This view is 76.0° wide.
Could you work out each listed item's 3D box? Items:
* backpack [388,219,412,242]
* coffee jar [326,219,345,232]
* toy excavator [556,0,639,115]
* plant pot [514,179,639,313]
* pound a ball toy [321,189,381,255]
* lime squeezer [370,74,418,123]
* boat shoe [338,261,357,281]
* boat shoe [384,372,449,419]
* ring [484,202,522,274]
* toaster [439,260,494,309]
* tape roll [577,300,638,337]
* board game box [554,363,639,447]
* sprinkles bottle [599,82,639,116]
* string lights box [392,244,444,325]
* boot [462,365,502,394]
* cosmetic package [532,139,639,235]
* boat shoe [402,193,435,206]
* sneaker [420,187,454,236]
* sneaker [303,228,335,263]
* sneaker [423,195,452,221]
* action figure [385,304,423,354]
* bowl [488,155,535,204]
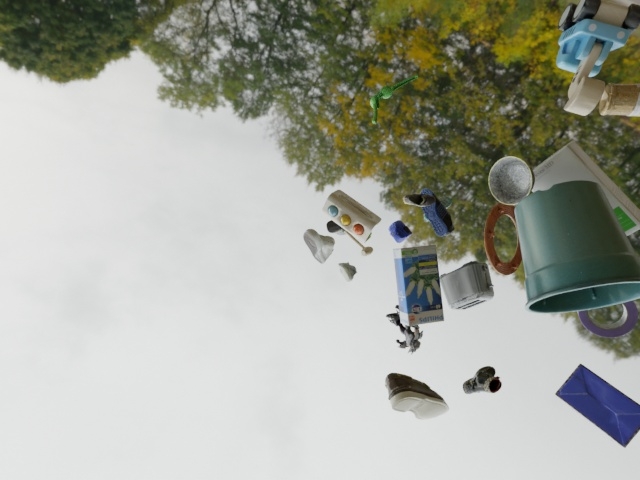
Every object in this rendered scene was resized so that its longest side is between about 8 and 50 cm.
[{"bbox_3d":[0.457,-0.056,2.392,0.101,0.098,0.120,-23,-107,-44],"label":"backpack"},{"bbox_3d":[0.109,-0.080,2.483,0.184,0.096,0.079,10,-115,-65],"label":"coffee jar"},{"bbox_3d":[1.063,-0.721,1.630,0.222,0.445,0.433,18,-163,5],"label":"toy excavator"},{"bbox_3d":[0.765,0.020,1.251,0.341,0.341,0.334,9,-116,-30],"label":"plant pot"},{"bbox_3d":[0.149,-0.074,2.045,0.319,0.208,0.135,38,-144,13],"label":"pound a ball toy"},{"bbox_3d":[0.274,-0.601,1.702,0.110,0.310,0.059,15,148,55],"label":"lime squeezer"},{"bbox_3d":[0.154,0.159,2.210,0.081,0.079,0.227,-17,-166,-6],"label":"boat shoe"},{"bbox_3d":[0.321,0.517,1.355,0.324,0.116,0.097,33,-155,-40],"label":"boat shoe"},{"bbox_3d":[0.850,-0.010,1.858,0.336,0.337,0.032,3,177,-37],"label":"ring"},{"bbox_3d":[0.576,0.186,1.631,0.129,0.227,0.147,11,-121,-36],"label":"toaster"},{"bbox_3d":[1.103,0.273,1.583,0.189,0.189,0.080,42,-158,21],"label":"tape roll"},{"bbox_3d":[0.983,0.580,1.452,0.232,0.141,0.291,40,-178,35],"label":"board game box"},{"bbox_3d":[1.252,-0.517,1.516,0.355,0.121,0.121,8,-154,16],"label":"sprinkles bottle"},{"bbox_3d":[0.334,0.150,1.401,0.133,0.260,0.077,-6,178,-12],"label":"string lights box"},{"bbox_3d":[0.862,0.713,2.087,0.236,0.178,0.085,-20,-98,-30],"label":"boot"},{"bbox_3d":[0.946,-0.159,1.484,0.366,0.197,0.155,50,-138,10],"label":"cosmetic package"},{"bbox_3d":[0.417,-0.166,1.700,0.152,0.056,0.049,-2,-169,-19],"label":"boat shoe"},{"bbox_3d":[0.527,-0.131,1.844,0.090,0.081,0.232,-14,-100,-39],"label":"sneaker"},{"bbox_3d":[0.000,0.000,1.961,0.106,0.123,0.290,39,167,24],"label":"sneaker"},{"bbox_3d":[0.549,-0.146,1.944,0.166,0.076,0.065,-36,-103,-10],"label":"sneaker"},{"bbox_3d":[0.448,0.469,2.141,0.099,0.185,0.285,14,-152,-23],"label":"action figure"},{"bbox_3d":[0.695,-0.215,1.454,0.080,0.170,0.170,-11,-133,-30],"label":"bowl"}]
